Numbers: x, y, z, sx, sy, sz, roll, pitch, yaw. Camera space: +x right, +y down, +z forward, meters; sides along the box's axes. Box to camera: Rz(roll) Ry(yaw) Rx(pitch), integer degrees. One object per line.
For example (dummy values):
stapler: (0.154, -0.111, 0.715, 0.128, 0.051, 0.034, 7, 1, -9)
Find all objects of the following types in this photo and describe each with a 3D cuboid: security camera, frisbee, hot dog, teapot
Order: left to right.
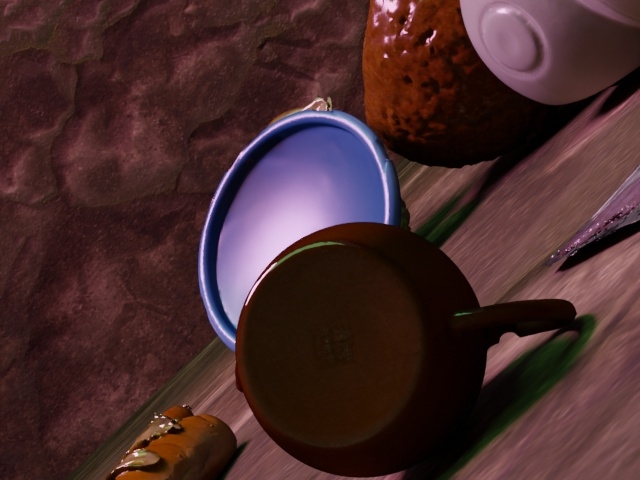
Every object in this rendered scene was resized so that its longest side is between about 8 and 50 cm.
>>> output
hot dog: (-0.139, 0.197, 1.139, 0.109, 0.072, 0.269, -40, 5, 24)
frisbee: (-0.016, -0.002, 1.352, 0.045, 0.242, 0.242, 20, -53, -45)
teapot: (0.029, 0.048, 0.655, 0.173, 0.116, 0.116, -14, 14, 22)
security camera: (0.203, -0.209, 1.122, 0.194, 0.194, 0.236, -45, 0, -33)

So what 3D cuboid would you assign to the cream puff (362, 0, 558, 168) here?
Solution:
cream puff: (0.152, -0.202, 1.377, 0.303, 0.212, 0.303, 15, -90, -81)

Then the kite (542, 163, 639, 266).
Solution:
kite: (0.209, -0.075, 0.636, 0.204, 0.022, 0.360, -44, -2, -12)

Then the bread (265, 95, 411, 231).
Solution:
bread: (0.005, -0.003, 1.470, 0.174, 0.133, 0.251, -41, 45, 36)
